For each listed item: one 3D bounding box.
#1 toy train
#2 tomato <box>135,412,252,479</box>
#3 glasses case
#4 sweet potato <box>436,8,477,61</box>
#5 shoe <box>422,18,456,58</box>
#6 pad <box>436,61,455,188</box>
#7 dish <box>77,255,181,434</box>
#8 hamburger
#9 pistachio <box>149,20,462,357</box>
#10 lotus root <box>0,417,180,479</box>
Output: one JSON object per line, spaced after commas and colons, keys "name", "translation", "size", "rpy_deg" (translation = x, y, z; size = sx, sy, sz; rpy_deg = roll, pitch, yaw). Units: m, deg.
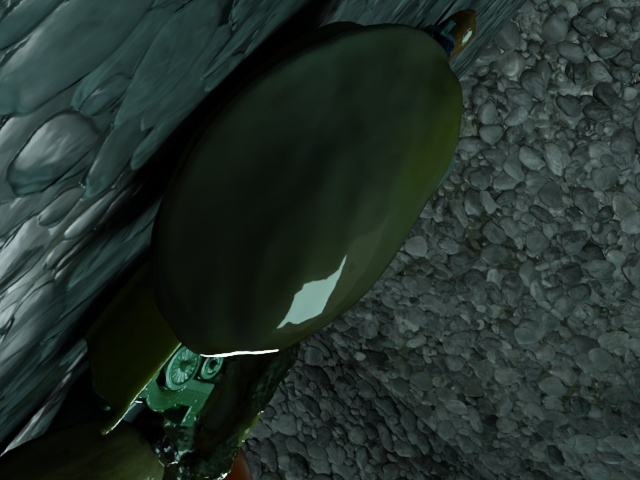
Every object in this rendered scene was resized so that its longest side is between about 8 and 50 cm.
{"name": "toy train", "translation": [-0.179, 0.142, 1.147], "size": [0.105, 0.071, 0.178], "rpy_deg": [-62, 150, 0]}
{"name": "tomato", "translation": [-0.256, 0.394, 1.619], "size": [0.321, 0.321, 0.321], "rpy_deg": [-48, 178, -2]}
{"name": "glasses case", "translation": [-0.274, 0.221, 1.328], "size": [0.131, 0.074, 0.323], "rpy_deg": [-48, 178, -38]}
{"name": "sweet potato", "translation": [0.160, -0.268, 1.538], "size": [0.195, 0.056, 0.056], "rpy_deg": [-42, -179, 31]}
{"name": "shoe", "translation": [0.137, -0.246, 1.390], "size": [0.143, 0.063, 0.071], "rpy_deg": [149, -35, -80]}
{"name": "pad", "translation": [0.193, -0.200, 1.765], "size": [0.159, 0.009, 0.265], "rpy_deg": [-47, 140, -45]}
{"name": "dish", "translation": [-0.160, 0.077, 0.950], "size": [0.208, 0.080, 0.149], "rpy_deg": [-49, -178, 6]}
{"name": "hamburger", "translation": [-0.147, 0.212, 1.404], "size": [0.211, 0.132, 0.309], "rpy_deg": [-46, -169, 51]}
{"name": "pistachio", "translation": [-0.020, -0.043, 0.756], "size": [0.166, 0.197, 0.288], "rpy_deg": [14, -115, 42]}
{"name": "lotus root", "translation": [-0.275, 0.270, 1.119], "size": [0.256, 0.140, 0.154], "rpy_deg": [-32, 166, -12]}
